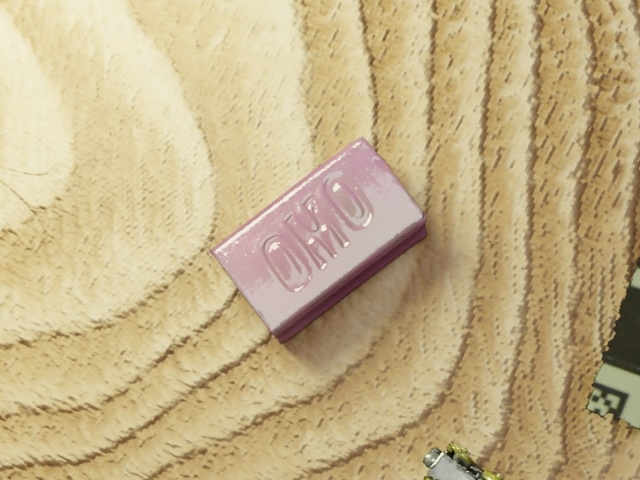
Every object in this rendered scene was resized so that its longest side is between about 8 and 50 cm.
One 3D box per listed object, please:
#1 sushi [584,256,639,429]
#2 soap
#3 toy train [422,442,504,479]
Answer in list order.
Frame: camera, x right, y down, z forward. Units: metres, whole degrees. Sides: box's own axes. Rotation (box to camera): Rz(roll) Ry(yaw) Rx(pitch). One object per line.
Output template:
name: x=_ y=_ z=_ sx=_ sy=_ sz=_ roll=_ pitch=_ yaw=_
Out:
sushi: x=0.477 y=0.115 z=1.263 sx=0.373 sy=0.100 sz=0.296 roll=17 pitch=68 yaw=19
soap: x=0.000 y=0.000 z=1.355 sx=0.203 sy=0.065 sz=0.122 roll=-38 pitch=76 yaw=-2
toy train: x=0.183 y=0.273 z=1.267 sx=0.202 sy=0.081 sz=0.060 roll=38 pitch=83 yaw=20
